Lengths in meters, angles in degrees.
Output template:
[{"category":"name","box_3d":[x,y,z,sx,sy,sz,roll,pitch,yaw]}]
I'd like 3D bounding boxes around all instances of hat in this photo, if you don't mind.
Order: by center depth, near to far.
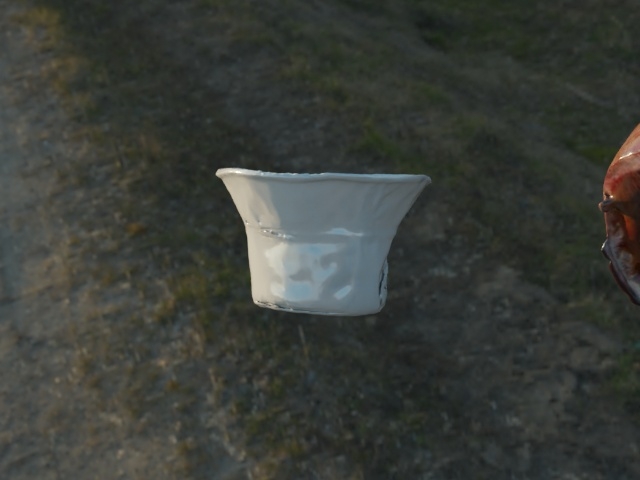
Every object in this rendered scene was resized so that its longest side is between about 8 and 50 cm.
[{"category":"hat","box_3d":[0.000,0.000,1.042,0.203,0.126,0.203,4,1,0]}]

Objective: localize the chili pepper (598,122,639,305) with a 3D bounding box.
[{"category":"chili pepper","box_3d":[0.436,-0.064,1.229,0.251,0.229,0.305,33,48,5]}]
